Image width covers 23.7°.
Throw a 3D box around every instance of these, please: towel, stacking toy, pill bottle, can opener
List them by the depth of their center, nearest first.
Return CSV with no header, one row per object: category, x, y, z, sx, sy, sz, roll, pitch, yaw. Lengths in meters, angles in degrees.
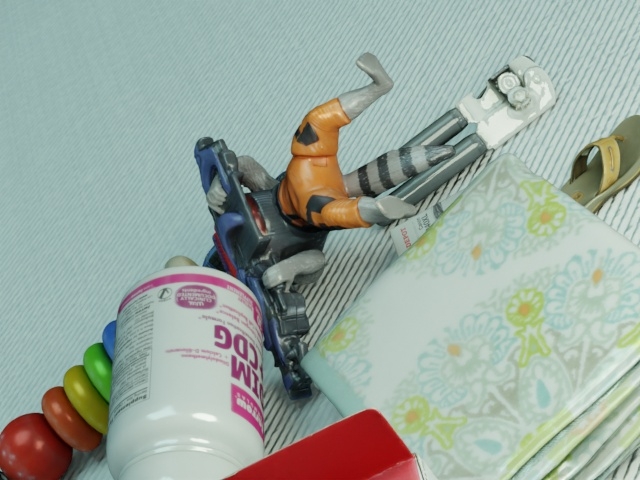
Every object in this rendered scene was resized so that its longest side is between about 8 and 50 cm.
towel,0.174,0.108,1.477,0.320,0.090,0.374,-44,39,-1
pill bottle,-0.137,0.177,1.577,0.160,0.160,0.283,-23,41,19
stacking toy,-0.246,0.168,1.791,0.330,0.141,0.141,-39,32,2
can opener,0.165,-0.119,1.849,0.280,0.074,0.093,-38,-2,-6

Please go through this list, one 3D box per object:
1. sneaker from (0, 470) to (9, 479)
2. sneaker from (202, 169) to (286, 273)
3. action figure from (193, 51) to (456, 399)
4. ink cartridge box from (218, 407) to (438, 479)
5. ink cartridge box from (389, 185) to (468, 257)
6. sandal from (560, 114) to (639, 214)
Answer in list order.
sneaker,-0.373,0.337,1.743,0.094,0.081,0.208,-46,27,-3
sneaker,-0.066,-0.017,1.921,0.221,0.083,0.087,-42,19,-20
action figure,0.000,0.000,1.733,0.330,0.178,0.341,-38,63,45
ink cartridge box,-0.015,0.319,1.244,0.309,0.272,0.130,-29,33,11
ink cartridge box,0.160,0.002,1.684,0.150,0.063,0.109,-29,33,9
sandal,0.300,-0.077,1.671,0.180,0.049,0.072,-44,33,-12
